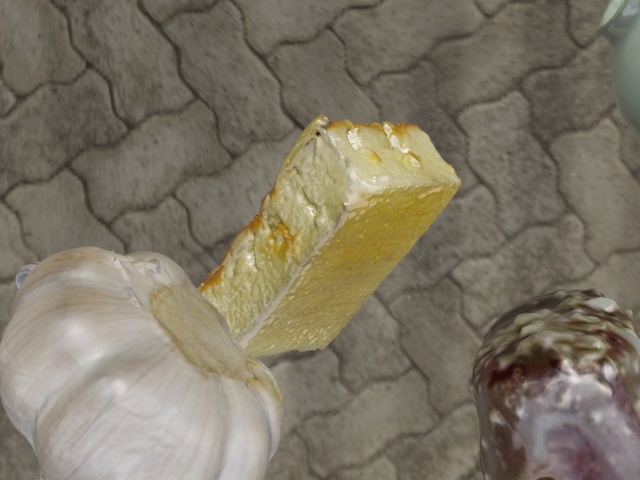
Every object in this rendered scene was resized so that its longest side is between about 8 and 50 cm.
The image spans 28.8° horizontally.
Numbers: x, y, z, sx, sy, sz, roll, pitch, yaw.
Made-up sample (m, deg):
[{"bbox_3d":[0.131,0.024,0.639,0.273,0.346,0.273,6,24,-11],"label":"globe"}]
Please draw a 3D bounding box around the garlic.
[{"bbox_3d":[-0.137,0.113,0.912,0.228,0.228,0.152,37,117,-19],"label":"garlic"}]

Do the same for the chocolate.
[{"bbox_3d":[0.272,0.167,1.377,0.225,0.340,0.210,-10,105,18],"label":"chocolate"}]

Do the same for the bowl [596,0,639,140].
[{"bbox_3d":[0.417,-0.248,1.314,0.185,0.354,0.354,30,99,0],"label":"bowl"}]

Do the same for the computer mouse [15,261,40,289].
[{"bbox_3d":[-0.317,0.065,1.475,0.066,0.039,0.096,-21,105,40],"label":"computer mouse"}]

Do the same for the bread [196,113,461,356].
[{"bbox_3d":[0.000,0.000,1.323,0.185,0.114,0.275,-2,136,-50],"label":"bread"}]
